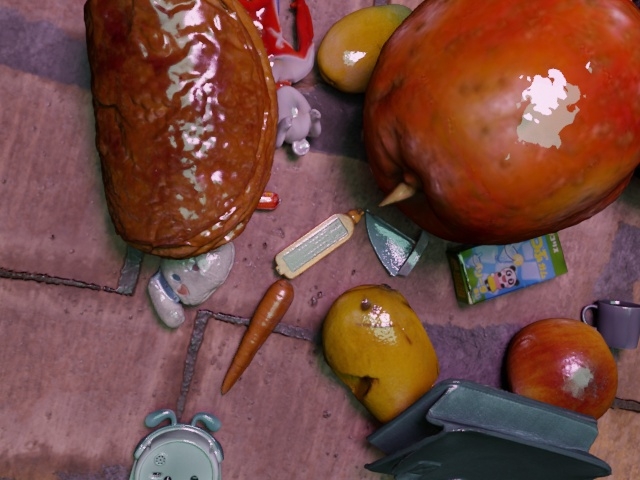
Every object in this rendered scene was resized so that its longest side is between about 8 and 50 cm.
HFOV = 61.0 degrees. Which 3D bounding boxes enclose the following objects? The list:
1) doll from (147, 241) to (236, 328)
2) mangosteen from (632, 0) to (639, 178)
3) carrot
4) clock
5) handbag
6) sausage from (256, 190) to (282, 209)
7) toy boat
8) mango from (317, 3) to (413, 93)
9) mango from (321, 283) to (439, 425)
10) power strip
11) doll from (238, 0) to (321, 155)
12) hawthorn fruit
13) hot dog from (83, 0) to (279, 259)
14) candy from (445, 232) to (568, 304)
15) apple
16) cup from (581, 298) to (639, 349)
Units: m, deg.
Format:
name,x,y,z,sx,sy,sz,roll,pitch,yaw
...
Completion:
name,x,y,z,sx,sy,sz,roll,pitch,yaw
doll,-0.195,0.038,0.853,0.103,0.071,0.214,35,93,3
mangosteen,0.636,-0.253,0.815,0.382,0.435,0.382,0,88,-11
carrot,-0.107,0.159,0.887,0.048,0.048,0.216,31,89,-10
clock,-0.228,0.363,0.857,0.148,0.060,0.189,5,89,-10
handbag,0.260,0.333,0.853,0.326,0.238,0.089,19,44,-20
sausage,-0.125,-0.068,0.881,0.129,0.034,0.034,2,91,-11
toy boat,0.117,0.000,0.934,0.122,0.034,0.096,32,85,-1
mango,0.084,-0.318,0.891,0.194,0.092,0.130,-44,96,-16
mango,0.103,0.193,0.882,0.167,0.130,0.262,-30,103,7
power strip,0.000,0.000,0.908,0.178,0.028,0.049,-35,97,-8
doll,-0.092,-0.317,0.856,0.188,0.099,0.384,-20,90,-16
hawthorn fruit,0.231,-0.162,0.763,0.402,0.403,0.403,0,91,-11
hot dog,-0.201,-0.167,0.762,0.266,0.174,0.388,3,104,18
candy,0.326,0.038,0.953,0.194,0.062,0.097,-16,93,-9
apple,0.412,0.233,0.938,0.173,0.160,0.195,-17,88,12
cup,0.532,0.151,0.994,0.100,0.078,0.077,7,95,23
